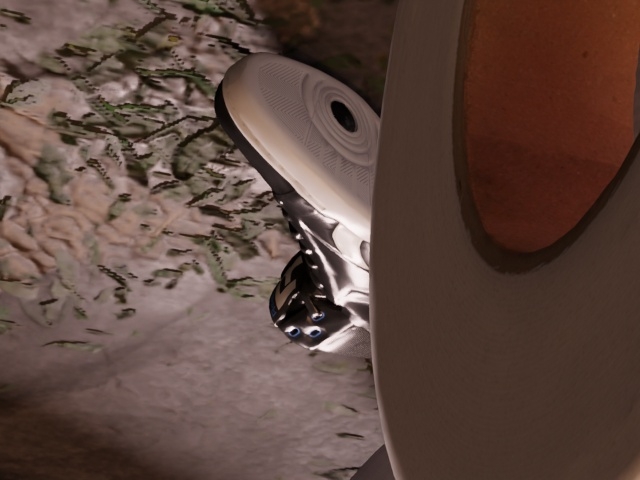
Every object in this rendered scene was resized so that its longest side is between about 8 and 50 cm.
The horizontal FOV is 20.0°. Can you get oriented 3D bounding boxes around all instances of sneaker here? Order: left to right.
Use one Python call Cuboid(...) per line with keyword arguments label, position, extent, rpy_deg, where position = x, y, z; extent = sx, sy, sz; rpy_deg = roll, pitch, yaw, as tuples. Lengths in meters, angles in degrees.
Cuboid(label="sneaker", position=(0.000, 0.000, 0.901), extent=(0.121, 0.079, 0.217), rpy_deg=(-31, 133, 31))

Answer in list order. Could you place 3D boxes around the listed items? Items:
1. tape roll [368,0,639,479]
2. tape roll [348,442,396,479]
Cuboid(label="tape roll", position=(0.107, -0.086, 0.556), extent=(0.072, 0.392, 0.392), rpy_deg=(11, 139, -13))
Cuboid(label="tape roll", position=(0.097, 0.199, 1.036), extent=(0.219, 0.219, 0.072), rpy_deg=(-19, 136, 22))
